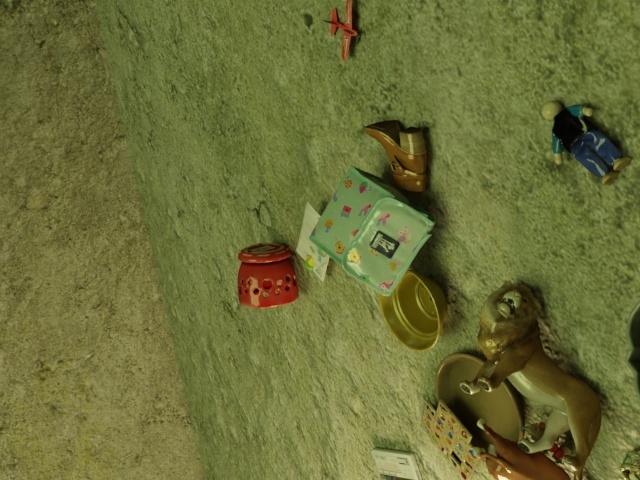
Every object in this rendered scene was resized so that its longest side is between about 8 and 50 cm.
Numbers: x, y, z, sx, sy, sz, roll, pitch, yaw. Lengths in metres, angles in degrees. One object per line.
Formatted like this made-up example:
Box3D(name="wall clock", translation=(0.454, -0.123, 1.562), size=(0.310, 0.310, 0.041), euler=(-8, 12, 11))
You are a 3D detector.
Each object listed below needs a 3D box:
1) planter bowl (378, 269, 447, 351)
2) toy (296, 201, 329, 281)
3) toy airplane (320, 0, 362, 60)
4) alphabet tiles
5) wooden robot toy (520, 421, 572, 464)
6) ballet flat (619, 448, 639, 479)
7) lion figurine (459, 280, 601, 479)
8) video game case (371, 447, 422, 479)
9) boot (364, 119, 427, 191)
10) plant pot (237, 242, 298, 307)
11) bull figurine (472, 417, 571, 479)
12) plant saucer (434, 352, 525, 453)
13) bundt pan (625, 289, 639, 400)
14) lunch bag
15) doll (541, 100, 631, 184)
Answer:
Box3D(name="planter bowl", translation=(0.246, 0.155, 1.829), size=(0.217, 0.090, 0.217), euler=(33, 133, 45))
Box3D(name="toy", translation=(0.000, 0.000, 2.149), size=(0.137, 0.056, 0.237), euler=(50, 147, 24))
Box3D(name="toy airplane", translation=(0.055, -0.519, 1.819), size=(0.151, 0.028, 0.151), euler=(29, 128, 46))
Box3D(name="alphabet tiles", translation=(0.331, 0.502, 1.903), size=(0.198, 0.009, 0.237), euler=(50, 158, 31))
Box3D(name="wooden robot toy", translation=(0.501, 0.415, 1.583), size=(0.173, 0.079, 0.076), euler=(43, 172, -27))
Box3D(name="ballet flat", translation=(0.660, 0.508, 1.409), size=(0.241, 0.077, 0.091), euler=(49, 141, 29))
Box3D(name="lion figurine", translation=(0.453, 0.286, 1.526), size=(0.392, 0.240, 0.142), euler=(48, 154, 5))
Box3D(name="video game case", translation=(0.237, 0.702, 2.195), size=(0.190, 0.022, 0.173), euler=(-16, 92, 57))
Box3D(name="boot", translation=(0.177, -0.200, 1.769), size=(0.197, 0.073, 0.152), euler=(30, 136, 53))
Box3D(name="plant pot", translation=(-0.168, 0.106, 2.336), size=(0.191, 0.191, 0.174), euler=(15, 113, 53))
Box3D(name="bull figurine", translation=(0.453, 0.500, 1.594), size=(0.310, 0.101, 0.188), euler=(38, 178, -25))
Box3D(name="plant saucer", translation=(0.386, 0.396, 1.794), size=(0.278, 0.041, 0.277), euler=(30, 130, 45))
Box3D(name="bundt pan", translation=(0.651, 0.169, 1.139), size=(0.331, 0.124, 0.330), euler=(-16, 71, 53))
Box3D(name="lunch bag", translation=(0.131, -0.021, 1.778), size=(0.262, 0.160, 0.223), euler=(43, 107, 40))
Box3D(name="doll", translation=(0.470, -0.185, 1.358), size=(0.189, 0.046, 0.129), euler=(54, 143, 24))
